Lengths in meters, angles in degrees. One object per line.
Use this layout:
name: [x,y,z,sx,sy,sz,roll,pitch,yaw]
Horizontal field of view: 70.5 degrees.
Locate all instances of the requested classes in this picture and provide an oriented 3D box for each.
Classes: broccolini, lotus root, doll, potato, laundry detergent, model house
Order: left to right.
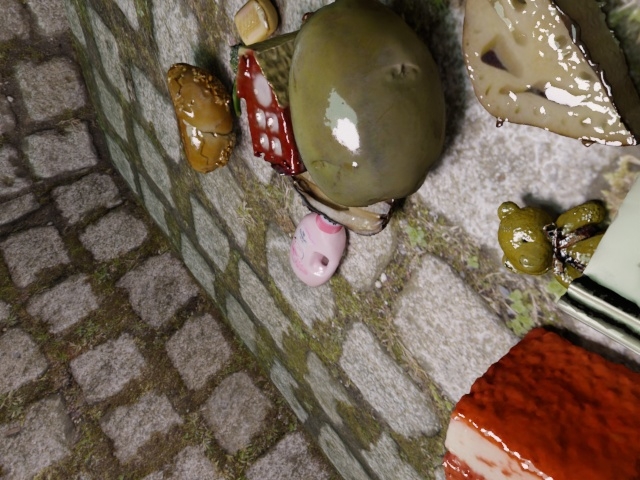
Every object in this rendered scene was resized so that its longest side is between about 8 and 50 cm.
broccolini: [-0.215,-0.407,1.179,0.054,0.051,0.239,43,152,10]
model house: [-0.044,-0.282,0.859,0.160,0.195,0.254,29,140,46]
laundry detergent: [0.000,0.000,1.173,0.159,0.087,0.335,51,151,14]
lotus root: [0.044,-0.124,0.984,0.329,0.078,0.167,38,109,38]
potato: [0.071,-0.204,0.717,0.243,0.220,0.327,29,135,47]
lotus root: [0.263,-0.219,0.547,0.170,0.074,0.261,-12,108,62]
doll: [0.342,0.017,0.628,0.209,0.097,0.137,16,125,46]

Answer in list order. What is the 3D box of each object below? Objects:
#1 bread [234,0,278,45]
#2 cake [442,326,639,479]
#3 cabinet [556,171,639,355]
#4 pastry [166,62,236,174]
bread: [-0.133,-0.470,0.968,0.115,0.056,0.082,-10,112,55]
cake: [0.372,0.351,0.710,0.270,0.269,0.320,25,139,47]
cabinet: [0.357,-0.059,0.236,0.227,0.289,0.318,38,123,41]
pastry: [-0.327,-0.347,1.283,0.255,0.161,0.311,-120,20,-50]
